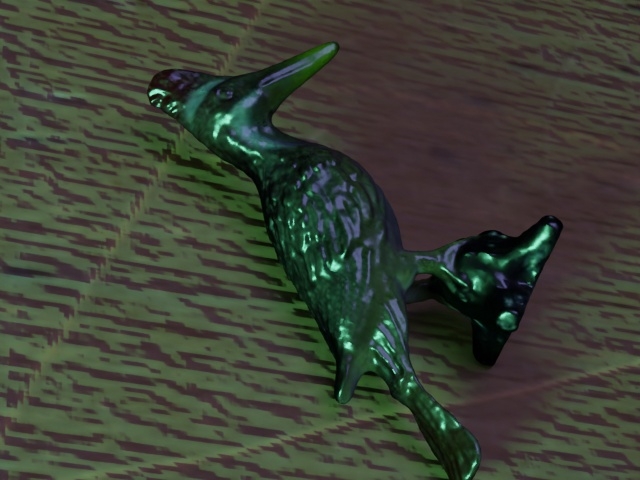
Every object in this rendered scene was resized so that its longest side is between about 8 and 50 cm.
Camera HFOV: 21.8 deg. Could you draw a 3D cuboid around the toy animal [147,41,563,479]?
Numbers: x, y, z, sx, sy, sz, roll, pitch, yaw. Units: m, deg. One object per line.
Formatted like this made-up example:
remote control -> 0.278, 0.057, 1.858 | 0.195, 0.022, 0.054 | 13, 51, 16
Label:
toy animal -> 0.010, -0.002, 0.651 | 0.202, 0.070, 0.105 | 44, 66, 8
